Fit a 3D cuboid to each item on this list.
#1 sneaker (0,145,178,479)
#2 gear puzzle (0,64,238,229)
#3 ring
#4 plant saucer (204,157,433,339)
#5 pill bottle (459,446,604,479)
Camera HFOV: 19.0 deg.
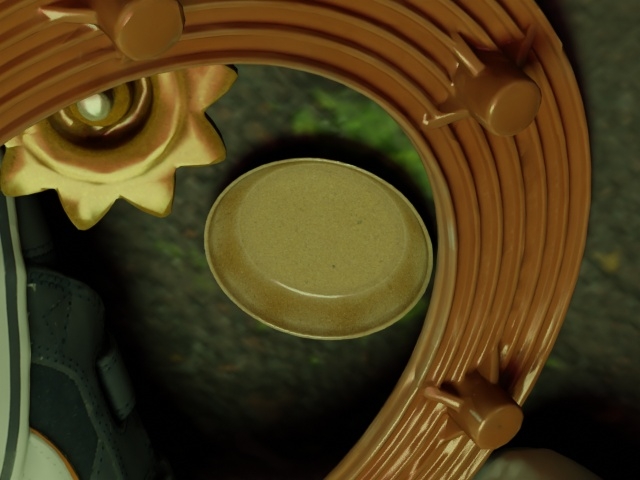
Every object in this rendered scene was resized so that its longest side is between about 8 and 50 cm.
[{"bbox_3d":[-0.120,0.090,0.726,0.126,0.127,0.321,24,119,42],"label":"sneaker"},{"bbox_3d":[-0.169,-0.122,0.581,0.339,0.044,0.175,31,106,-8],"label":"gear puzzle"},{"bbox_3d":[-0.049,0.044,0.606,0.336,0.032,0.337,-19,132,-23],"label":"ring"},{"bbox_3d":[0.000,0.000,0.694,0.083,0.015,0.083,5,129,6],"label":"plant saucer"},{"bbox_3d":[0.153,0.223,0.744,0.301,0.169,0.169,35,125,-16],"label":"pill bottle"}]
